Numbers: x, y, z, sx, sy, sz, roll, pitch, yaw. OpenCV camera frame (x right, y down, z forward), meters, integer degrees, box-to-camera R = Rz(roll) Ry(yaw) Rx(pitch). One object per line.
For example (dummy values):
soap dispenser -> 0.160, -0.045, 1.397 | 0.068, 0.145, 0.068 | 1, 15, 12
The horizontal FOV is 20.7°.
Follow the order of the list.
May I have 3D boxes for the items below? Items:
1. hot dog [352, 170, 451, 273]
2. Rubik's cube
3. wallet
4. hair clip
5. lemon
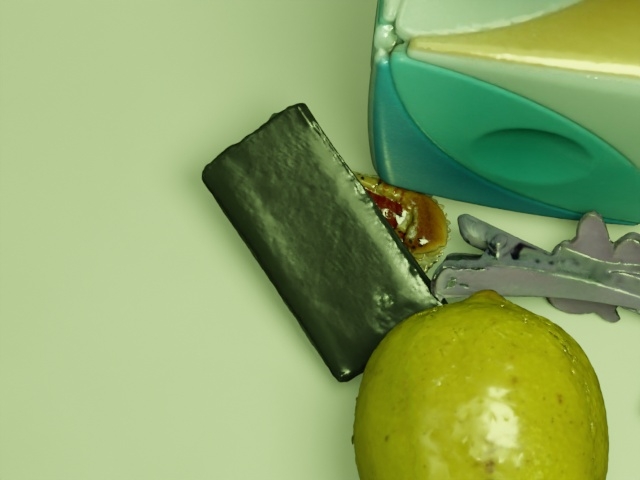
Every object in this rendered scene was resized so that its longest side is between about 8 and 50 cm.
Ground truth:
hot dog -> 0.019, -0.029, 1.924 | 0.253, 0.069, 0.131 | 25, 79, 12
Rubik's cube -> 0.237, -0.241, 1.802 | 0.347, 0.351, 0.352 | 9, 71, 5
wallet -> 0.000, 0.000, 1.869 | 0.146, 0.030, 0.285 | -36, 84, 12
hair clip -> 0.251, 0.027, 1.850 | 0.278, 0.137, 0.090 | 6, 33, -8
lemon -> 0.159, 0.203, 1.752 | 0.258, 0.258, 0.310 | -7, 72, 3
